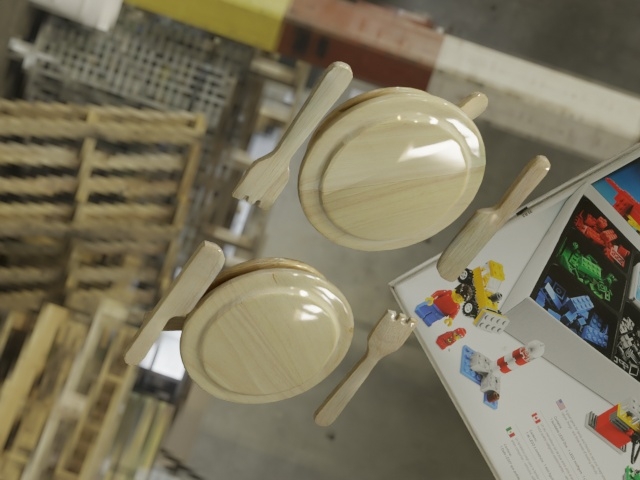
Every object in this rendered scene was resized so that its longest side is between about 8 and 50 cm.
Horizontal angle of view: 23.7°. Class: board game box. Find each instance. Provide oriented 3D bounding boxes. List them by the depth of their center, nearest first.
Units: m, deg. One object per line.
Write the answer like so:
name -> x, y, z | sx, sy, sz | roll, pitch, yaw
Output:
board game box -> 0.200, 0.114, 0.982 | 0.193, 0.305, 0.053 | -29, 175, 4

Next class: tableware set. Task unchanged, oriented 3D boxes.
tableware set -> 0.000, 0.000, 0.726 | 0.194, 0.128, 0.039 | -52, -146, 26
